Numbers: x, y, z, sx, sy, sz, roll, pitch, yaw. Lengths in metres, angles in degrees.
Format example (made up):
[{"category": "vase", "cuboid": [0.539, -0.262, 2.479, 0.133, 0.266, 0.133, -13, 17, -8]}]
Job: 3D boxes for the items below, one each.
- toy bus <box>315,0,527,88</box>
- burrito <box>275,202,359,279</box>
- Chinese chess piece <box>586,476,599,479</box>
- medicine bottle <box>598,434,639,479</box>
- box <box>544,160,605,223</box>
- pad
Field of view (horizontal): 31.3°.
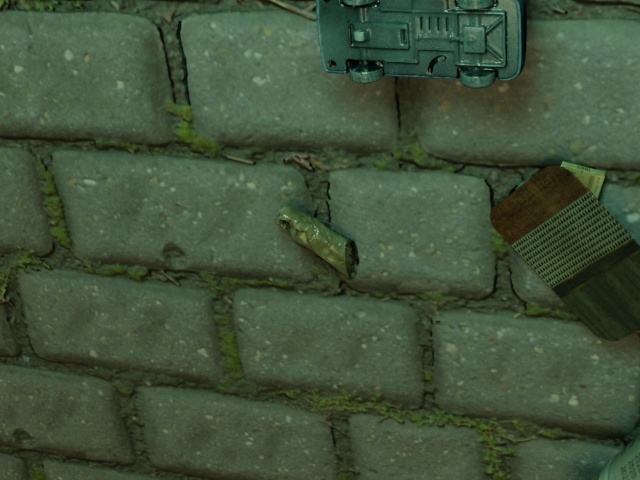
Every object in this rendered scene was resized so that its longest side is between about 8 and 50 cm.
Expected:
[{"category": "toy bus", "cuboid": [0.126, -0.261, 1.360, 0.246, 0.134, 0.113, 5, 121, 19]}, {"category": "burrito", "cuboid": [0.000, 0.000, 1.639, 0.149, 0.041, 0.055, 36, 141, -8]}, {"category": "Chinese chess piece", "cuboid": [0.439, 0.433, 1.664, 0.188, 0.188, 0.083, 34, 110, -3]}, {"category": "medicine bottle", "cuboid": [0.546, 0.290, 1.527, 0.190, 0.190, 0.332, 35, 128, -4]}, {"category": "box", "cuboid": [0.332, -0.055, 1.491, 0.058, 0.015, 0.093, 15, 125, 9]}, {"category": "pad", "cuboid": [0.366, 0.003, 1.422, 0.250, 0.055, 0.323, 47, 160, -1]}]
